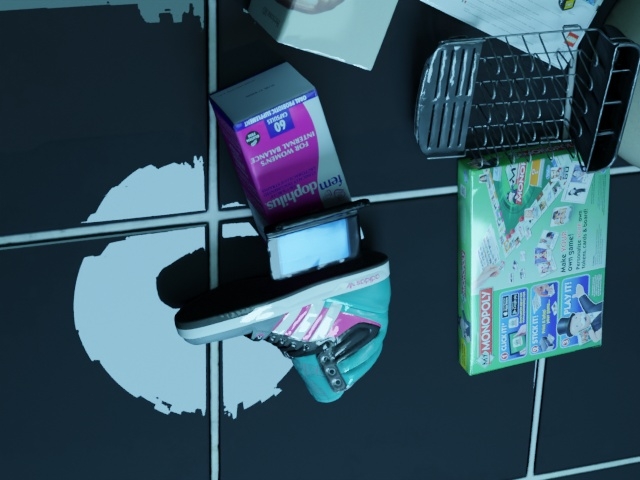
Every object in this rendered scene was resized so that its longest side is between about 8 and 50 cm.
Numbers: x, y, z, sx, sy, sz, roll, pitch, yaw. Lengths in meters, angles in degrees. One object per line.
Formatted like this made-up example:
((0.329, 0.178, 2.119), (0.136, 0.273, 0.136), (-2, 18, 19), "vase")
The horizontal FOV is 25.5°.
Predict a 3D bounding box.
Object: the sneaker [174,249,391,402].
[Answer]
((-0.037, 0.133, 1.858), (0.295, 0.124, 0.178), (-15, 109, -16), "sneaker")

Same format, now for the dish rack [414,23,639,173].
((0.258, -0.178, 1.809), (0.271, 0.074, 0.208), (-5, 132, -11), "dish rack")

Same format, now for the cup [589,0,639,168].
((0.558, -0.200, 1.860), (0.331, 0.237, 0.331), (-9, 117, -18), "cup")

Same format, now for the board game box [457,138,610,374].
((0.296, 0.022, 1.973), (0.213, 0.046, 0.317), (-10, 117, -16), "board game box")

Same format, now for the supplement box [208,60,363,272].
((-0.041, -0.090, 1.753), (0.111, 0.114, 0.220), (-25, 122, -9), "supplement box")

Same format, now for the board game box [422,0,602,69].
((0.228, -0.358, 1.765), (0.305, 0.053, 0.193), (21, 105, -28), "board game box")

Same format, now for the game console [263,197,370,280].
((0.000, 0.000, 1.707), (0.122, 0.107, 0.071), (-16, 91, -14), "game console")

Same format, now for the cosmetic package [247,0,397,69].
((0.035, -0.367, 1.631), (0.129, 0.153, 0.296), (13, 107, -24), "cosmetic package")
